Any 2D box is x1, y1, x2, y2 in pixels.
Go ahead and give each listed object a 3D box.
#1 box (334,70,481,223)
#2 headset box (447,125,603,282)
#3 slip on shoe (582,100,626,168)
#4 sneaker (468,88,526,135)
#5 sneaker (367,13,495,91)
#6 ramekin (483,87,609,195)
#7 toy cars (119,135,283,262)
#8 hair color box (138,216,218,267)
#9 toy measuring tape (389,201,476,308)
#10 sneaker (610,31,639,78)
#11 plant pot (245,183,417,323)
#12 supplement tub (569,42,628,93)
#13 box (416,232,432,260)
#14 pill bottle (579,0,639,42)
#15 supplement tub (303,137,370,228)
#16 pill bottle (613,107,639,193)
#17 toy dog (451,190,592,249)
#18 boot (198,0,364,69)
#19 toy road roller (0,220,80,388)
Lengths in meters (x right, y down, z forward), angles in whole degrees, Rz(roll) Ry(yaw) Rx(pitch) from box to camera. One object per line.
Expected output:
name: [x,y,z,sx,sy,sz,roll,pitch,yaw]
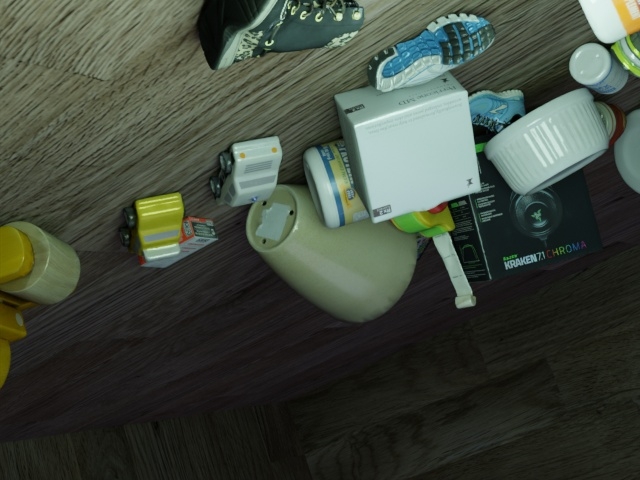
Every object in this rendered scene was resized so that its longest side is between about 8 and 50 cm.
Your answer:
box: [0.134,-0.148,1.516,0.181,0.119,0.181,-18,124,-6]
headset box: [0.368,-0.086,1.875,0.246,0.283,0.131,-13,179,-15]
slip on shoe: [0.493,-0.171,2.018,0.101,0.123,0.331,-11,158,-38]
sneaker: [0.295,-0.216,1.704,0.162,0.073,0.063,-11,163,-28]
sneaker: [0.164,-0.267,1.418,0.191,0.071,0.083,-18,173,28]
ramekin: [0.394,-0.162,1.705,0.207,0.109,0.207,-27,171,-5]
toy cars: [-0.199,-0.050,1.669,0.394,0.087,0.176,-27,163,26]
hair color box: [-0.269,0.005,1.855,0.141,0.043,0.072,-26,163,28]
toy measuring tape: [0.193,-0.014,1.814,0.121,0.330,0.121,-21,-173,3]
sneaker: [0.628,-0.338,1.625,0.300,0.111,0.121,-14,159,-25]
plant pot: [0.000,0.000,1.844,0.257,0.256,0.274,-28,147,29]
supplement tub: [0.469,-0.288,1.667,0.071,0.071,0.107,-28,161,31]
box: [0.206,0.019,2.458,0.114,0.036,0.207,-16,164,-11]
pill bottle: [0.428,-0.385,1.015,0.392,0.224,0.224,-25,163,20]
supplement tub: [0.083,-0.113,1.678,0.200,0.144,0.144,-18,164,-5]
pill bottle: [0.809,-0.209,2.104,0.334,0.187,0.188,-12,163,-24]
toy dog: [0.431,-0.076,2.223,0.334,0.160,0.220,-21,-179,14]
boot: [-0.027,-0.275,1.125,0.179,0.085,0.236,-13,170,-26]
toy road roller: [-0.548,0.133,1.602,0.330,0.240,0.202,-20,165,5]
